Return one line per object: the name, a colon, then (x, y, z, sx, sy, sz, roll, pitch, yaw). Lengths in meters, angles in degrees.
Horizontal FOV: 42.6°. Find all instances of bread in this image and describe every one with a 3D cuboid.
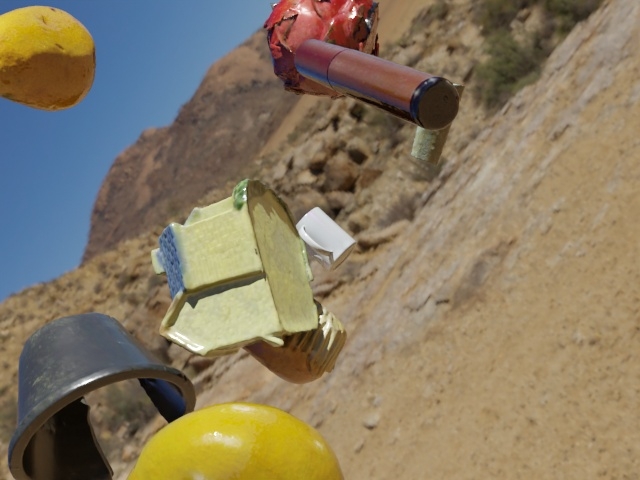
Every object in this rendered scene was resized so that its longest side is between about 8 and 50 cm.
bread: (-0.131, 0.156, 1.797, 0.183, 0.388, 0.236, -53, -23, -10)

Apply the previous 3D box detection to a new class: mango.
mango: (-0.391, -0.247, 1.136, 0.109, 0.147, 0.227, -7, 20, 19)

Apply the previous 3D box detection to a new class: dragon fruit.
dragon fruit: (0.013, -0.501, 2.063, 0.295, 0.301, 0.296, 173, 90, -87)

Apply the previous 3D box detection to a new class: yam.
yam: (0.229, -0.237, 1.632, 0.068, 0.068, 0.169, -82, 11, -75)

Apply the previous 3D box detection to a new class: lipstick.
lipstick: (0.051, -0.187, 0.945, 0.057, 0.057, 0.356, -58, 29, 5)

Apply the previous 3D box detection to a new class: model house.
model house: (-0.178, 0.077, 1.619, 0.266, 0.321, 0.261, -19, -10, 15)

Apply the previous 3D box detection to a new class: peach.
peach: (-0.097, 0.298, 0.909, 0.251, 0.251, 0.153, -58, 14, 1)

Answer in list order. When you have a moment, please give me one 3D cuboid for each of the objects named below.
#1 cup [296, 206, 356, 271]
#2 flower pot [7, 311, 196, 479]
cup: (-0.003, 0.006, 1.932, 0.136, 0.133, 0.099, -36, -15, -45)
flower pot: (-0.476, 0.300, 1.672, 0.379, 0.379, 0.251, -55, 50, 27)
